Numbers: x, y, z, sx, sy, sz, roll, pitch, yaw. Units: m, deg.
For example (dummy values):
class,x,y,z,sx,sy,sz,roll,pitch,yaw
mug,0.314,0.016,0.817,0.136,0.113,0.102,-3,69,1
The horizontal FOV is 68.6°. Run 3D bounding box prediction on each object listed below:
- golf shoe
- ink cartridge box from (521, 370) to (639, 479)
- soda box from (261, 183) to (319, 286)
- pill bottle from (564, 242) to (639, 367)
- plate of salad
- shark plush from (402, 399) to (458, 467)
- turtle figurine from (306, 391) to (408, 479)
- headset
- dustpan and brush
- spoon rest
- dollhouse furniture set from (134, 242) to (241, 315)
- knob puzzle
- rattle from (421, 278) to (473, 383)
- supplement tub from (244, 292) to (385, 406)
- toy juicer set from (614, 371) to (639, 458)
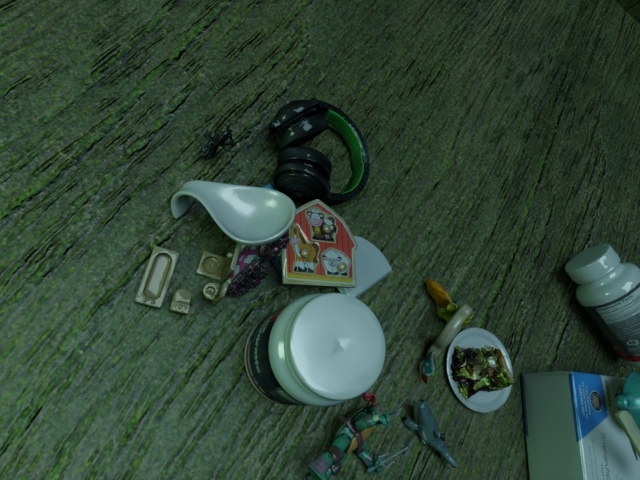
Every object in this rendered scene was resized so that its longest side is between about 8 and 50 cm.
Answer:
class,x,y,z,sx,sy,sz,roll,pitch,yaw
golf shoe,-0.139,0.032,0.955,0.067,0.186,0.086,24,18,-51
ink cartridge box,0.709,0.483,1.144,0.394,0.166,0.286,11,68,-20
soda box,-0.092,-0.010,1.014,0.071,0.067,0.210,-30,86,-28
pill bottle,0.828,0.172,1.291,0.176,0.176,0.319,-36,90,-28
plate of salad,0.392,0.310,1.131,0.199,0.048,0.200,7,72,-21
shark plush,0.241,0.424,1.017,0.073,0.067,0.162,-18,81,-27
turtle figurine,0.077,0.400,0.933,0.234,0.118,0.176,-33,129,-27
headset,-0.064,-0.199,1.075,0.393,0.185,0.244,2,75,-39
dustpan and brush,0.055,0.016,1.084,0.147,0.060,0.211,-31,94,-30
spoon rest,-0.176,-0.060,0.897,0.276,0.084,0.137,12,52,24
dollhouse furniture set,-0.251,0.062,0.890,0.151,0.123,0.144,19,67,-17
knob puzzle,0.000,0.000,0.999,0.212,0.030,0.214,10,68,-24
rattle,0.253,0.207,1.095,0.142,0.130,0.200,41,89,5
supplement tub,-0.020,0.203,0.860,0.190,0.272,0.191,7,70,-21
toy juicer set,0.725,0.398,1.043,0.328,0.089,0.210,-19,92,-36
